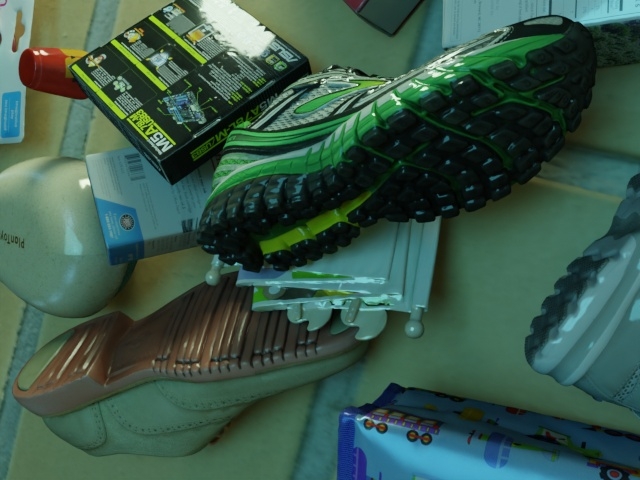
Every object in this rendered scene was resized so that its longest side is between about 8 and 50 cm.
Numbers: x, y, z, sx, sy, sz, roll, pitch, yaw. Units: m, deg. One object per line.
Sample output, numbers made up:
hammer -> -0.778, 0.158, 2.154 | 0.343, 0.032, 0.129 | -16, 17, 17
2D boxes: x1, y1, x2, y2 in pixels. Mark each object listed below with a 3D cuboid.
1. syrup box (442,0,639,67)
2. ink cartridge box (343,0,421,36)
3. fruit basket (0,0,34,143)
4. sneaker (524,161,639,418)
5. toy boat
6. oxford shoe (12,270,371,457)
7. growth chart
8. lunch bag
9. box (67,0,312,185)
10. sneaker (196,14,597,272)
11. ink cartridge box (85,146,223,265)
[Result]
syrup box -> 0.216, -0.186, 0.511 | 0.236, 0.093, 0.096 | 0, 86, 35
ink cartridge box -> 0.040, -0.300, 0.657 | 0.127, 0.072, 0.175 | -49, 62, 22
fruit basket -> -0.555, -0.296, 1.022 | 0.352, 0.165, 0.327 | 2, 87, 32
sneaker -> 0.265, -0.001, 0.480 | 0.115, 0.105, 0.281 | 34, 106, 1
toy boat -> -0.288, -0.068, 0.841 | 0.267, 0.148, 0.318 | 18, 104, 40
oxford shoe -> -0.117, 0.136, 0.720 | 0.396, 0.140, 0.147 | -14, 121, 24
growth chart -> 0.000, 0.000, 0.643 | 0.237, 0.021, 0.172 | 9, 68, 28
lunch bag -> 0.118, 0.273, 0.490 | 0.220, 0.138, 0.293 | 8, 91, 22
box -> -0.135, -0.170, 0.728 | 0.184, 0.045, 0.190 | -40, 60, -13
sneaker -> 0.036, -0.092, 0.547 | 0.343, 0.134, 0.146 | -18, 58, 32
ink cartridge box -> -0.142, -0.048, 0.736 | 0.060, 0.180, 0.104 | 121, 133, -65
